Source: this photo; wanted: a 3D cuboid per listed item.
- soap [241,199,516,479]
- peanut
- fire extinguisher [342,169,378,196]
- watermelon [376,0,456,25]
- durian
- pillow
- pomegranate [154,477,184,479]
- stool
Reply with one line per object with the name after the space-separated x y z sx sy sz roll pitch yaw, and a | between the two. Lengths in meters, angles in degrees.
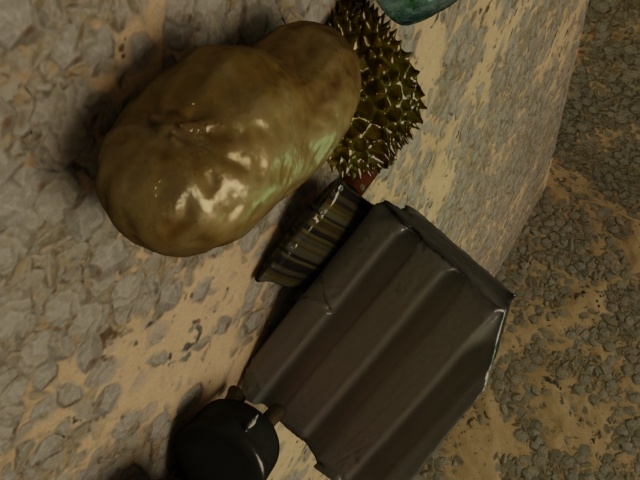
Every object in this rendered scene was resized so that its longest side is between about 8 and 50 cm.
0.123 0.195 1.163 0.435 0.350 0.213 -54 160 13 | soap
-0.083 -0.128 0.710 0.387 0.170 0.192 -46 147 -43 | peanut
0.086 -0.136 1.203 0.177 0.050 0.062 -54 148 -25 | fire extinguisher
0.186 -0.420 0.895 0.188 0.175 0.321 50 65 -32 | watermelon
0.063 -0.200 0.999 0.172 0.166 0.306 -24 136 0 | durian
0.000 0.000 1.121 0.212 0.052 0.208 -51 158 6 | pillow
-0.216 0.471 0.937 0.260 0.261 0.260 -47 151 -35 | pomegranate
-0.160 0.337 1.077 0.153 0.228 0.139 60 27 -9 | stool
